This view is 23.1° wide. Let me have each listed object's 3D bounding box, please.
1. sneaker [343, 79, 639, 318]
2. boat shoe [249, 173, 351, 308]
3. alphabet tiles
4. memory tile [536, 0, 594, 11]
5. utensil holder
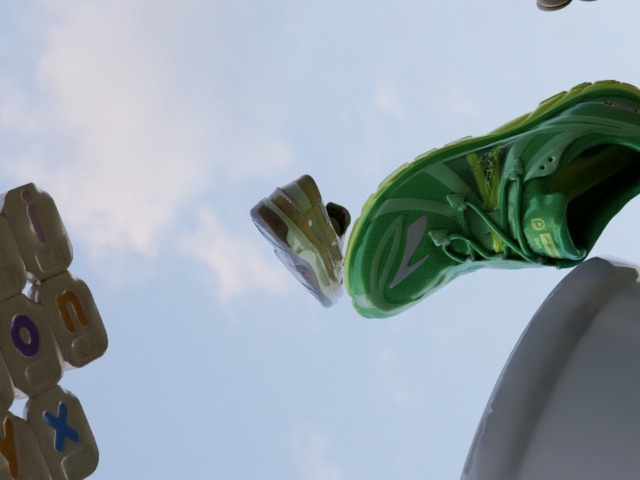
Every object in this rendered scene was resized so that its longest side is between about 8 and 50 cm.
[{"bbox_3d":[0.148,-0.027,1.254,0.109,0.295,0.123,56,-176,-34],"label":"sneaker"},{"bbox_3d":[0.000,0.000,1.374,0.068,0.072,0.190,42,172,22],"label":"boat shoe"},{"bbox_3d":[-0.248,0.057,1.047,0.284,0.021,0.278,-31,-79,-59],"label":"alphabet tiles"},{"bbox_3d":[0.263,-0.279,1.541,0.148,0.113,0.012,-87,-20,-50],"label":"memory tile"},{"bbox_3d":[0.337,0.222,1.157,0.327,0.385,0.327,-40,-39,-44],"label":"utensil holder"}]
